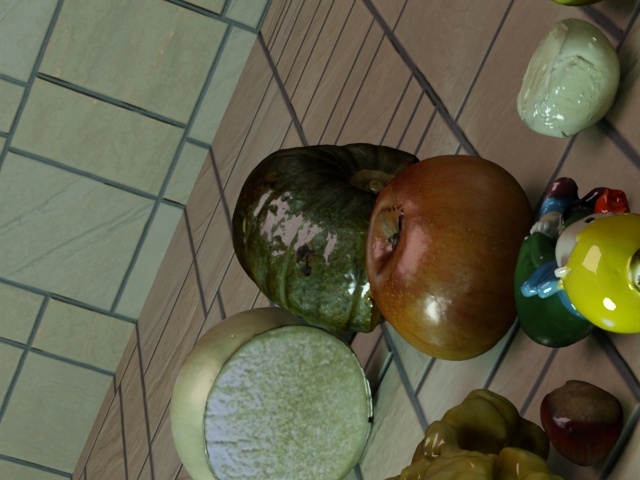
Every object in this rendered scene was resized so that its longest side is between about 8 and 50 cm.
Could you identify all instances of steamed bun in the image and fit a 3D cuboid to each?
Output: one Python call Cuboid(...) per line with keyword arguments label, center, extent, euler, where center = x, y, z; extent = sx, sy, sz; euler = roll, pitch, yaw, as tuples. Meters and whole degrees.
Cuboid(label="steamed bun", center=(0.275, -0.174, 1.696), extent=(0.112, 0.091, 0.130), euler=(-109, 39, -70))

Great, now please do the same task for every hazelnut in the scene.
Cuboid(label="hazelnut", center=(0.245, 0.172, 1.462), extent=(0.086, 0.086, 0.086), euler=(-161, 90, -73))

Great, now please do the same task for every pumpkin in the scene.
Cuboid(label="pumpkin", center=(0.000, 0.000, 2.019), extent=(0.325, 0.232, 0.242), euler=(-50, -33, -68))

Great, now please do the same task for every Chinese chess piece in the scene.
Cuboid(label="Chinese chess piece", center=(-0.063, 0.221, 2.029), extent=(0.112, 0.270, 0.270), euler=(14, 85, 58))

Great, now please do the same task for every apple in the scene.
Cuboid(label="apple", center=(0.142, 0.016, 1.770), extent=(0.235, 0.173, 0.210), euler=(-91, 25, -45))

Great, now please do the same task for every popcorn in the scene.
Cuboid(label="popcorn", center=(0.135, 0.287, 1.451), extent=(0.332, 0.225, 0.265), euler=(-67, 8, -30))

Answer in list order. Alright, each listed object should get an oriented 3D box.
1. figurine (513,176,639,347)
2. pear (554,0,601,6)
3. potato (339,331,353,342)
Cuboid(label="figurine", center=(0.274, 0.007, 1.484), extent=(0.234, 0.127, 0.185), euler=(124, 167, -68))
Cuboid(label="pear", center=(0.283, -0.360, 1.723), extent=(0.200, 0.200, 0.200), euler=(-161, 90, -73))
Cuboid(label="potato", center=(0.017, 0.110, 2.270), extent=(0.198, 0.054, 0.119), euler=(125, 159, -43))
